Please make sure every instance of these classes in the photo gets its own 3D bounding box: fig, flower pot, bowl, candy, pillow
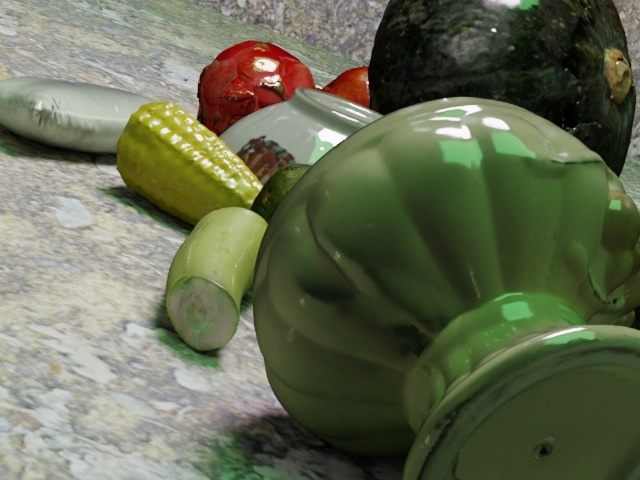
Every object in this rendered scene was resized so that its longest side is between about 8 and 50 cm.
[{"bbox_3d":[0.000,0.000,1.454,0.156,0.123,0.123,34,8,-24],"label":"fig"},{"bbox_3d":[0.118,0.075,1.027,0.307,0.307,0.244,12,33,-33],"label":"flower pot"},{"bbox_3d":[0.013,-0.087,1.706,0.337,0.158,0.337,21,14,-5],"label":"bowl"},{"bbox_3d":[-0.131,-0.066,1.538,0.199,0.106,0.094,35,1,25],"label":"candy"},{"bbox_3d":[-0.287,-0.148,1.665,0.144,0.078,0.254,19,10,36],"label":"pillow"}]

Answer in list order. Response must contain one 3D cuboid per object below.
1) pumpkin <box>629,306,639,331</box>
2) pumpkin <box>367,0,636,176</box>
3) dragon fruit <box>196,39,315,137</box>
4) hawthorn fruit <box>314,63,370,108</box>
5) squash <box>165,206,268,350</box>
[{"bbox_3d":[0.209,0.029,1.450,0.300,0.207,0.300,19,5,-2],"label":"pumpkin"},{"bbox_3d":[0.257,-0.206,1.942,0.343,0.455,0.454,4,6,27],"label":"pumpkin"},{"bbox_3d":[-0.088,-0.186,1.910,0.172,0.172,0.209,21,22,-1],"label":"dragon fruit"},{"bbox_3d":[0.068,-0.188,2.177,0.188,0.169,0.169,14,15,-14],"label":"hawthorn fruit"},{"bbox_3d":[-0.092,0.027,1.290,0.083,0.083,0.250,21,16,0],"label":"squash"}]
